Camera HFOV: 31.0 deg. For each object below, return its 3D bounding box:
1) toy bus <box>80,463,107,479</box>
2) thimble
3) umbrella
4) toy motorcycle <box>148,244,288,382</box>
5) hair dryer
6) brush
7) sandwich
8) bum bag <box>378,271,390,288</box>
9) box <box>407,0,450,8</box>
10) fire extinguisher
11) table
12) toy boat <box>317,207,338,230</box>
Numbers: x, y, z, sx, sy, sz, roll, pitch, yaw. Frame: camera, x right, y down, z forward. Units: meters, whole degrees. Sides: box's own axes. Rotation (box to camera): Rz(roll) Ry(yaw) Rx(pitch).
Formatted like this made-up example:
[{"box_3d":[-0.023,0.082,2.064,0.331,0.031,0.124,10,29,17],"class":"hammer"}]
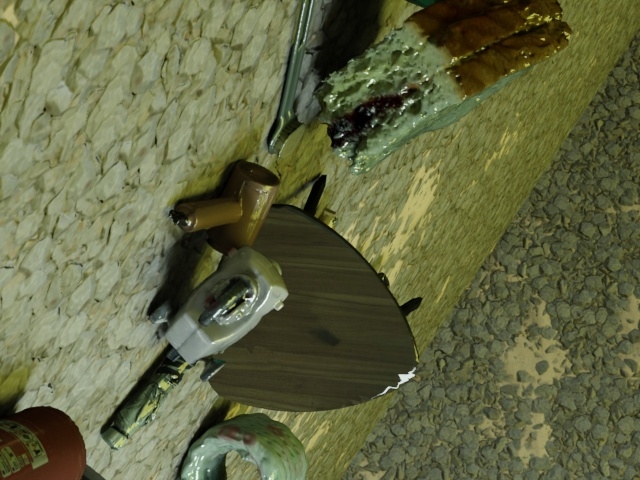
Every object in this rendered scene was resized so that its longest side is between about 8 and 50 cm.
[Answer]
[{"box_3d":[-0.363,0.430,1.459,0.138,0.112,0.317,-19,137,-61],"class":"toy bus"},{"box_3d":[-0.136,0.400,1.958,0.211,0.185,0.149,-49,167,20],"class":"thimble"},{"box_3d":[-0.223,0.208,1.572,0.050,0.046,0.188,51,63,-26],"class":"umbrella"},{"box_3d":[-0.114,0.081,1.465,0.171,0.110,0.260,-39,177,-27],"class":"toy motorcycle"},{"box_3d":[-0.130,-0.032,1.413,0.182,0.064,0.117,-13,134,-59],"class":"hair dryer"},{"box_3d":[-0.030,-0.203,1.439,0.062,0.027,0.266,-46,160,-38],"class":"brush"},{"box_3d":[0.132,-0.205,1.510,0.262,0.131,0.325,-30,-179,-42],"class":"sandwich"},{"box_3d":[0.099,0.168,2.330,0.106,0.060,0.232,-49,-156,36],"class":"bum bag"},{"box_3d":[0.191,-0.458,1.473,0.205,0.118,0.311,-31,150,-62],"class":"box"},{"box_3d":[-0.356,0.222,1.112,0.337,0.106,0.147,-9,104,-70],"class":"fire extinguisher"},{"box_3d":[-0.002,0.056,1.700,0.317,0.317,0.249,-66,176,24],"class":"table"},{"box_3d":[0.000,0.000,1.884,0.149,0.047,0.049,104,9,-54],"class":"toy boat"}]
